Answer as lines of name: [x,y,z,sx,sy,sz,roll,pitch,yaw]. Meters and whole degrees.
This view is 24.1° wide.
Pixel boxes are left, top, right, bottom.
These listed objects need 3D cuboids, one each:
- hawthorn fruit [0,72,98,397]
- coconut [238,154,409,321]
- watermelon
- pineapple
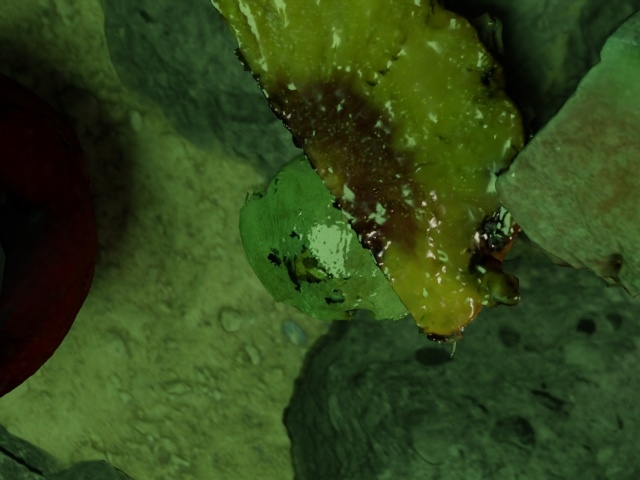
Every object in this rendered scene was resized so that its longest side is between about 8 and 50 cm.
hawthorn fruit: [-0.314,0.003,1.184,0.316,0.316,0.316,15,123,25]
coconut: [-0.003,0.003,1.148,0.158,0.055,0.133,3,119,29]
watermelon: [0.226,-0.083,0.824,0.302,0.264,0.151,-27,99,43]
pineapple: [0.059,-0.085,1.027,0.161,0.158,0.334,-36,93,-1]
